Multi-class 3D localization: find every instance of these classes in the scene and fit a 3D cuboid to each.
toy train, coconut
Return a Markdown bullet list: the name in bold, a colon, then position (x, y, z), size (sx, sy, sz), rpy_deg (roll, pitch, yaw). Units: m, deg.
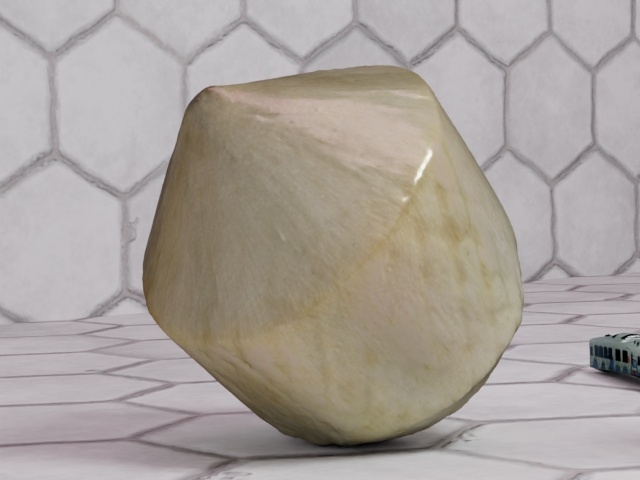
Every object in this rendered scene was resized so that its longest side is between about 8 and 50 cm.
- **toy train**: position (0.314, 0.116, 1.711), size (0.043, 0.047, 0.207), rpy_deg (-3, 1, -8)
- **coconut**: position (0.000, 0.000, 1.351), size (0.329, 0.328, 0.329), rpy_deg (-1, 2, 0)
